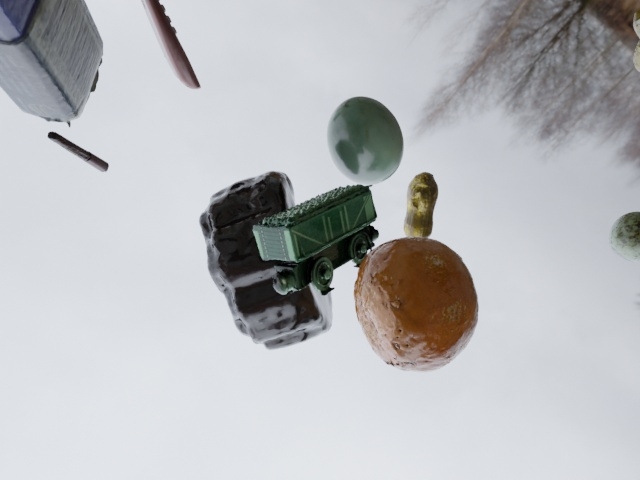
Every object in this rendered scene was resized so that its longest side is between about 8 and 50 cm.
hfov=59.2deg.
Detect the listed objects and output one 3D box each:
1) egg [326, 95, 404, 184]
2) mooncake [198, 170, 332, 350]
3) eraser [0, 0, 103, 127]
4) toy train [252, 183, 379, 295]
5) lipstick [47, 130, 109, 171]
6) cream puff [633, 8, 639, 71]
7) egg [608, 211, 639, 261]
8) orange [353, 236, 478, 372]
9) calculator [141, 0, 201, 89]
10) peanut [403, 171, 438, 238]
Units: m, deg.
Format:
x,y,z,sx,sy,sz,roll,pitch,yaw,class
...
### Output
x,y,z,sx,sy,sz,roll,pitch,yaw,class
0.100,-0.222,1.263,0.168,0.168,0.231,67,-175,35,egg
-0.112,0.051,1.224,0.350,0.213,0.380,-98,-12,-80,mooncake
-0.366,-0.276,0.693,0.102,0.332,0.154,12,-104,-3,eraser
0.000,0.000,1.026,0.270,0.115,0.154,-28,-73,-41,toy train
-0.509,-0.187,1.188,0.027,0.027,0.176,53,-177,20,lipstick
0.385,-0.185,0.523,0.195,0.195,0.220,9,-113,-36,cream puff
0.554,-0.005,0.993,0.085,0.110,0.085,-2,-112,6,egg
0.133,0.085,0.779,0.161,0.193,0.193,-14,-126,-11,orange
-0.388,-0.525,1.365,0.329,0.048,0.220,68,172,-26,calculator
0.280,-0.092,1.576,0.087,0.206,0.087,3,-158,-1,peanut
